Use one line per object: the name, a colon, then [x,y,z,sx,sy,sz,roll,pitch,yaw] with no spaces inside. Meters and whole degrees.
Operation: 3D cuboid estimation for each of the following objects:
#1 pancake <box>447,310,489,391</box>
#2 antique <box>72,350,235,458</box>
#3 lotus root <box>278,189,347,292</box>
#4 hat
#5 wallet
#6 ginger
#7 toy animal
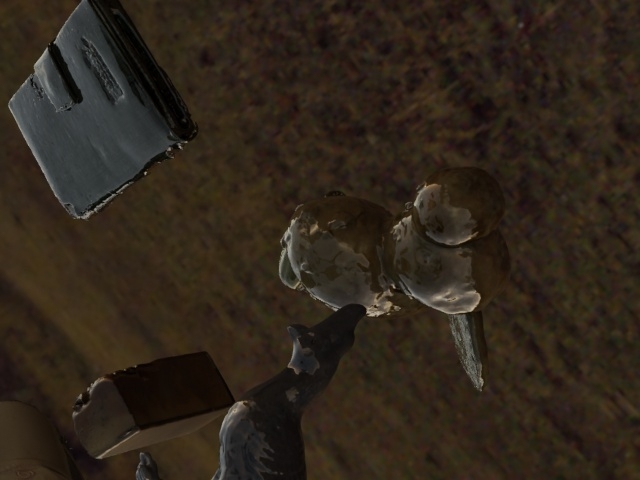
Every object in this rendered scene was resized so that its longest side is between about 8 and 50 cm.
pancake: [0.194,0.101,1.678,0.235,0.029,0.212,-102,1,-53]
antique: [-0.225,0.219,1.655,0.093,0.087,0.310,59,-164,11]
lotus root: [0.000,-0.001,1.754,0.077,0.090,0.183,-97,25,-50]
hat: [-0.401,0.347,1.657,0.161,0.232,0.275,-44,53,45]
wallet: [-0.236,-0.127,1.262,0.169,0.044,0.317,59,150,-4]
ginger: [0.117,0.009,1.497,0.304,0.155,0.244,-18,136,38]
toy animal: [-0.073,0.234,1.146,0.081,0.206,0.366,-160,76,-76]
